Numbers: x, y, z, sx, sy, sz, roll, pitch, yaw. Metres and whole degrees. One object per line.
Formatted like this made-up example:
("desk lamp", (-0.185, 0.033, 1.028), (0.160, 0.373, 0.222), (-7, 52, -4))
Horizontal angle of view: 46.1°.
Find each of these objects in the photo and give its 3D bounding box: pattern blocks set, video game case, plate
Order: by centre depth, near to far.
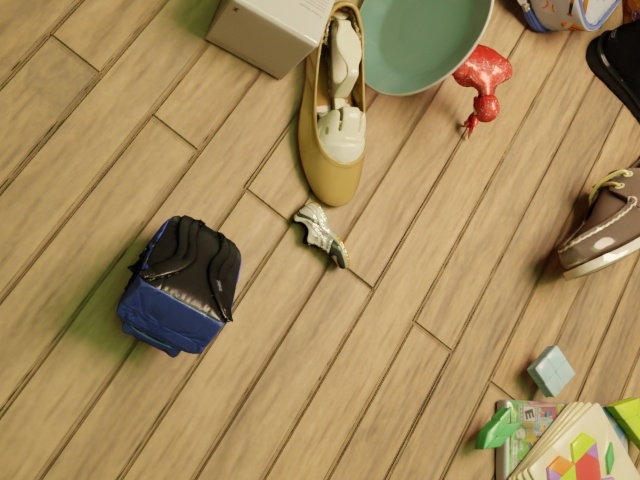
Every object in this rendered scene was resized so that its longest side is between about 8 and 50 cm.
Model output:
("plate", (0.115, -0.247, 0.849), (0.024, 0.188, 0.188), (23, 70, -47))
("pattern blocks set", (0.318, 0.302, 0.892), (0.325, 0.026, 0.285), (45, 66, -11))
("video game case", (0.295, 0.305, 0.909), (0.193, 0.023, 0.213), (9, 77, -23))

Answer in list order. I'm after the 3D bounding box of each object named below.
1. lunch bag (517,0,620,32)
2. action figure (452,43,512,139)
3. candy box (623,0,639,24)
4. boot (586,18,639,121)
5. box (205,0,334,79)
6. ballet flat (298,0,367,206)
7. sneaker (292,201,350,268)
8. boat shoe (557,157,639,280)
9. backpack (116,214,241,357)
("lunch bag", (0.356, -0.423, 0.994), (0.303, 0.114, 0.243), (-47, 129, -23))
("action figure", (0.150, -0.238, 0.915), (0.091, 0.139, 0.281), (0, 58, -22))
("candy box", (0.506, -0.348, 1.034), (0.053, 0.186, 0.109), (6, 78, -23))
("boot", (0.511, -0.229, 1.004), (0.246, 0.207, 0.094), (37, 68, -15))
("box", (-0.052, -0.246, 0.806), (0.101, 0.102, 0.087), (26, 69, -19))
("ballet flat", (0.017, -0.156, 0.837), (0.080, 0.073, 0.233), (0, 81, -24))
("sneaker", (0.000, 0.000, 0.828), (0.037, 0.032, 0.083), (-33, 90, -12))
("boat shoe", (0.405, -0.051, 0.977), (0.324, 0.116, 0.097), (-28, 88, -30))
("backpack", (-0.137, 0.040, 0.718), (0.098, 0.101, 0.120), (35, 36, -19))
